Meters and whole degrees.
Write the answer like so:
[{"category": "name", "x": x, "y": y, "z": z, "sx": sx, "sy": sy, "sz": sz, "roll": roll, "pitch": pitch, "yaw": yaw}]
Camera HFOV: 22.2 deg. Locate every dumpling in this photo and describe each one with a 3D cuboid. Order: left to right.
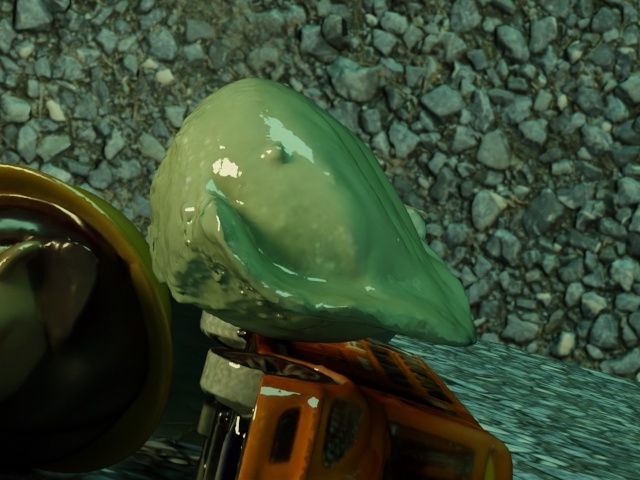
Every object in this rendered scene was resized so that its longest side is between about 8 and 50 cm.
[{"category": "dumpling", "x": -0.015, "y": 0.004, "z": 0.734, "sx": 0.153, "sy": 0.108, "sz": 0.219, "roll": 54, "pitch": 14, "yaw": -13}]

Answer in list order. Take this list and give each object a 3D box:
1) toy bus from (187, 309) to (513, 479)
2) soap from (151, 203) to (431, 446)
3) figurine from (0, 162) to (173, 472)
[{"category": "toy bus", "x": 0.000, "y": 0.118, "z": 0.784, "sx": 0.153, "sy": 0.143, "sz": 0.329, "roll": 14, "pitch": 2, "yaw": -3}, {"category": "soap", "x": -0.051, "y": 0.053, "z": 1.051, "sx": 0.150, "sy": 0.094, "sz": 0.261, "roll": 21, "pitch": -34, "yaw": -12}, {"category": "figurine", "x": -0.197, "y": 0.042, "z": 0.884, "sx": 0.192, "sy": 0.167, "sz": 0.257, "roll": -17, "pitch": -16, "yaw": 38}]
